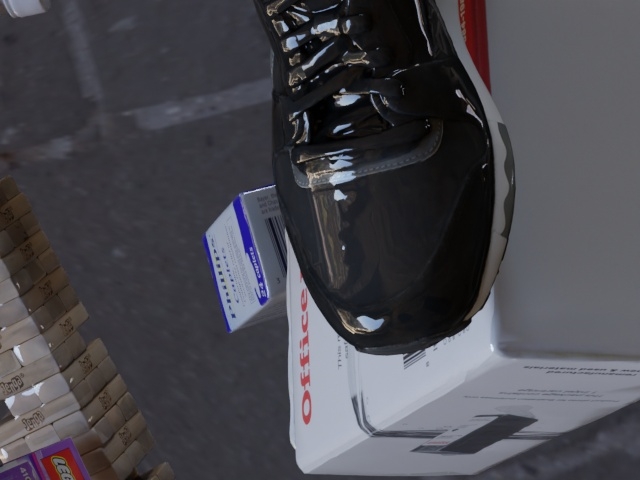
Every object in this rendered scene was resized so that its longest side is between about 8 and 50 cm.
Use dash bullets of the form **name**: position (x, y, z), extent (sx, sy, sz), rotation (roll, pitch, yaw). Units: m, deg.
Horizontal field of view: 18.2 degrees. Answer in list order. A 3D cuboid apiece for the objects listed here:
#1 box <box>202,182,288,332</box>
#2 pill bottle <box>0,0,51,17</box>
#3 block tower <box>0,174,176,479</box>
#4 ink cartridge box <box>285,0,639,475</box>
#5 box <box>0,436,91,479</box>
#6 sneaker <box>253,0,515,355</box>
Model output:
- **box**: position (0.000, 0.000, 1.291), extent (0.126, 0.137, 0.072), rotation (-16, 82, -17)
- **pill bottle**: position (-0.307, -0.201, 1.558), extent (0.180, 0.108, 0.108), rotation (-10, 95, 3)
- **block tower**: position (-0.226, 0.108, 1.605), extent (0.097, 0.091, 0.335), rotation (-27, 97, 20)
- **ink cartridge box**: position (0.076, -0.002, 0.999), extent (0.114, 0.273, 0.197), rotation (4, 72, -19)
- **box**: position (-0.194, 0.305, 1.448), extent (0.057, 0.201, 0.293), rotation (-29, 84, 29)
- **sneaker**: position (0.001, -0.095, 0.813), extent (0.107, 0.124, 0.283), rotation (-15, 68, 26)
